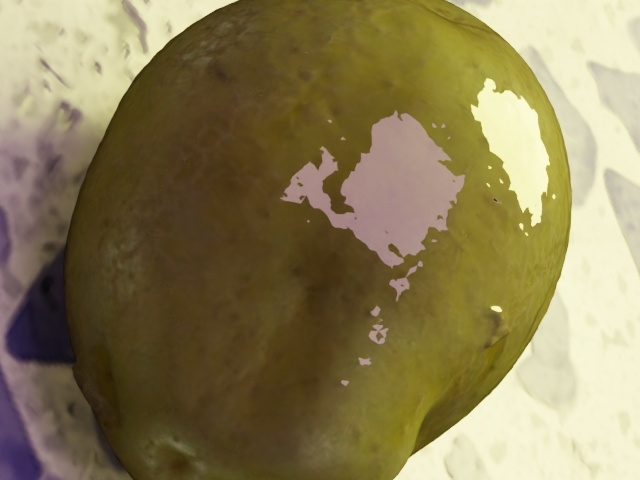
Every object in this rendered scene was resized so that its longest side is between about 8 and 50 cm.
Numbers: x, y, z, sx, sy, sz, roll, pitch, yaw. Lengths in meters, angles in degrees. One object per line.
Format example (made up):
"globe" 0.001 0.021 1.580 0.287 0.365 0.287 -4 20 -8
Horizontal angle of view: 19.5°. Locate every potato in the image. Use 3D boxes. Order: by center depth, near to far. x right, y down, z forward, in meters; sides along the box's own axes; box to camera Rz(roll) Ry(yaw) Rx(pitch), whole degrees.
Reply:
"potato" 0.000 0.000 0.711 0.178 0.160 0.235 22 66 10
